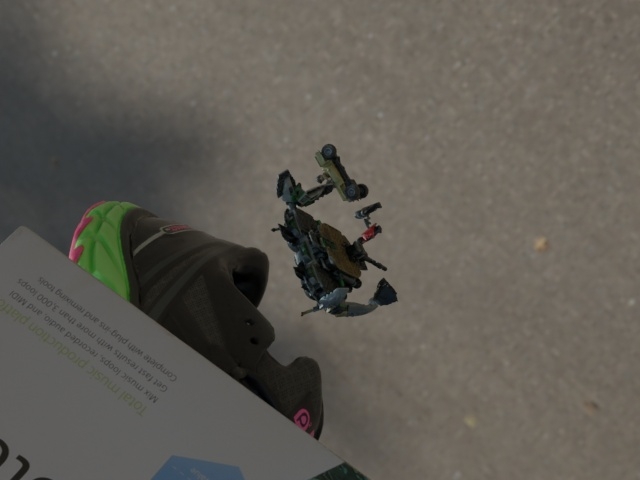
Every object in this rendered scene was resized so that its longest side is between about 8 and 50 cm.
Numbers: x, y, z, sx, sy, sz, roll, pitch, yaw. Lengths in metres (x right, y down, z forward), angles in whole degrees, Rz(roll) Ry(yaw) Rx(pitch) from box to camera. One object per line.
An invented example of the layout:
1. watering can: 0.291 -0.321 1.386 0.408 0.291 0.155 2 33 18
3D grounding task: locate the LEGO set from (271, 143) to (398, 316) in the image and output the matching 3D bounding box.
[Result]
1. LEGO set: 0.002 0.002 0.465 0.054 0.023 0.083 57 -162 -3

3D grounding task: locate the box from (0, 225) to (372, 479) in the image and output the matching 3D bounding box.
1. box: -0.152 0.169 0.644 0.232 0.322 0.058 34 152 13

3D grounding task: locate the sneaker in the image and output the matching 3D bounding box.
1. sneaker: -0.089 0.146 1.052 0.483 0.202 0.185 -97 17 -45
